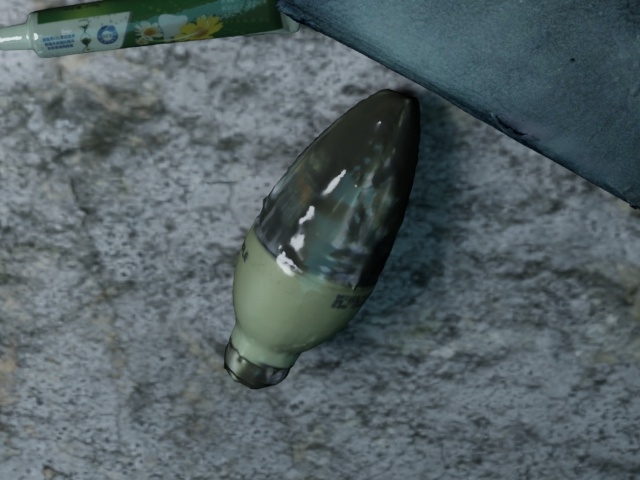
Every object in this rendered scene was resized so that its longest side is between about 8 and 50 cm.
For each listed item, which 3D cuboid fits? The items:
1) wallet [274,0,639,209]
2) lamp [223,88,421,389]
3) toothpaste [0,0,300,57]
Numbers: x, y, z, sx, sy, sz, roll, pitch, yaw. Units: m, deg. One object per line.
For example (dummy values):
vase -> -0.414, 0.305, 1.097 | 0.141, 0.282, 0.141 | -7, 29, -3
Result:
wallet -> 0.170, -0.135, 1.233 | 0.379, 0.046, 0.190 | 26, 125, -23
lamp -> 0.000, 0.000, 1.318 | 0.101, 0.101, 0.250 | 20, 113, -16
toothpaste -> -0.116, -0.146, 1.238 | 0.204, 0.031, 0.049 | -8, 122, 2
